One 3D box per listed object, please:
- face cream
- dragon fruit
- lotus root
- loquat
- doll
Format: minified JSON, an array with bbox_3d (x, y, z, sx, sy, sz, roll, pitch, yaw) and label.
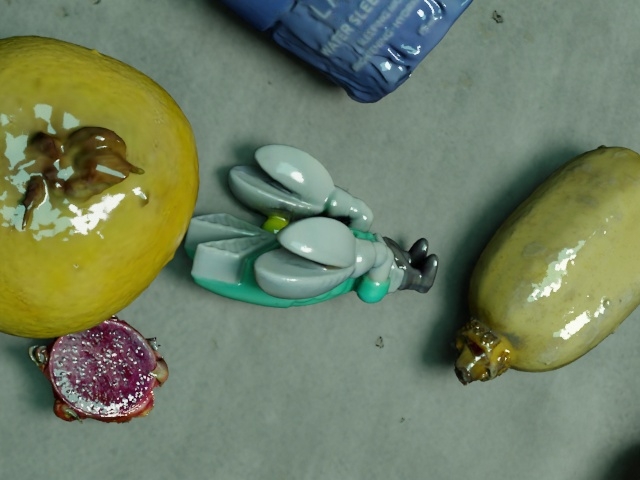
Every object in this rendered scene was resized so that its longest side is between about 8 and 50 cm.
[{"bbox_3d":[0.038,-0.293,1.023,0.225,0.249,0.249,34,76,-12],"label":"face cream"},{"bbox_3d":[-0.219,0.133,0.998,0.126,0.068,0.112,-20,83,-28],"label":"dragon fruit"},{"bbox_3d":[0.265,0.036,1.109,0.343,0.151,0.169,-44,101,-12],"label":"lotus root"},{"bbox_3d":[-0.239,-0.052,0.910,0.275,0.275,0.274,2,84,-16],"label":"loquat"},{"bbox_3d":[-0.012,-0.009,1.048,0.258,0.195,0.153,-10,123,-42],"label":"doll"}]
